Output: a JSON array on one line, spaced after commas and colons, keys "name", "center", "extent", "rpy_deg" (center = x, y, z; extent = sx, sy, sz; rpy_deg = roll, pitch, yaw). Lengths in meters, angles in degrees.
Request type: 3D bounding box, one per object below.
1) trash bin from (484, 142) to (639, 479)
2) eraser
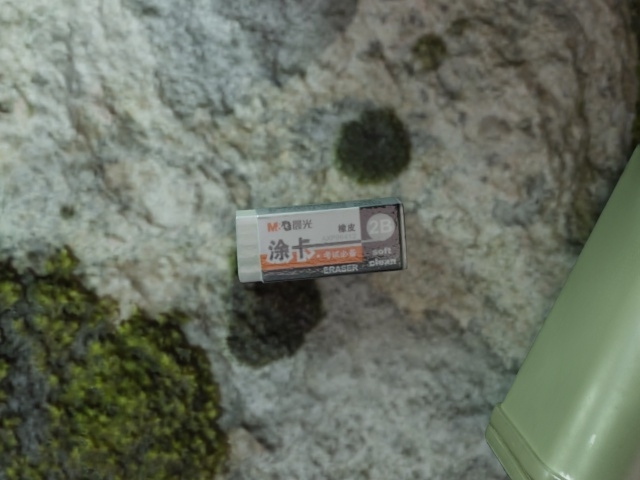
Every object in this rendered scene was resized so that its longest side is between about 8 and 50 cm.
[{"name": "trash bin", "center": [0.226, 0.070, 1.182], "extent": [0.121, 0.243, 0.247], "rpy_deg": [24, 95, -8]}, {"name": "eraser", "center": [0.000, 0.000, 1.252], "extent": [0.122, 0.029, 0.052], "rpy_deg": [-4, 102, -5]}]
